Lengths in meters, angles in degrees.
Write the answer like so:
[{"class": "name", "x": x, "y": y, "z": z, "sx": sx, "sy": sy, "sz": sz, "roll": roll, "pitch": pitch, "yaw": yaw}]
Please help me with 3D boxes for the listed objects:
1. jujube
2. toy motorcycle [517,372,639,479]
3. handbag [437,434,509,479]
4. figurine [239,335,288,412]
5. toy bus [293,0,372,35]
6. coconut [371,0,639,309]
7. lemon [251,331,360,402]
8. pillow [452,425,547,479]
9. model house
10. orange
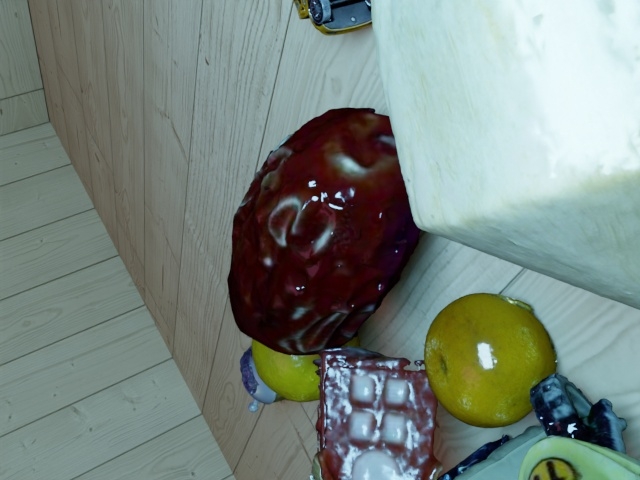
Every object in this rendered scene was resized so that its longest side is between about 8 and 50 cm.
[{"class": "jujube", "x": 0.000, "y": 0.000, "z": 0.915, "sx": 0.258, "sy": 0.259, "sz": 0.376, "roll": 55, "pitch": 154, "yaw": 24}, {"class": "toy motorcycle", "x": 0.307, "y": 0.297, "z": 0.601, "sx": 0.168, "sy": 0.237, "sz": 0.410, "roll": -46, "pitch": 68, "yaw": 25}, {"class": "handbag", "x": 0.190, "y": 0.369, "z": 0.956, "sx": 0.113, "sy": 0.162, "sz": 0.260, "roll": 55, "pitch": 151, "yaw": 28}, {"class": "figurine", "x": -0.106, "y": 0.214, "z": 1.457, "sx": 0.193, "sy": 0.133, "sz": 0.274, "roll": -121, "pitch": 24, "yaw": -51}, {"class": "toy bus", "x": -0.004, "y": -0.329, "z": 0.836, "sx": 0.194, "sy": 0.083, "sz": 0.088, "roll": 69, "pitch": 159, "yaw": 1}, {"class": "coconut", "x": 0.182, "y": -0.095, "z": 0.419, "sx": 0.329, "sy": 0.329, "sz": 0.328, "roll": 45, "pitch": 147, "yaw": 39}, {"class": "lemon", "x": -0.026, "y": 0.177, "z": 1.198, "sx": 0.186, "sy": 0.187, "sz": 0.244, "roll": 66, "pitch": 157, "yaw": 1}, {"class": "pillow", "x": 0.239, "y": 0.390, "z": 0.761, "sx": 0.322, "sy": 0.256, "sz": 0.120, "roll": 61, "pitch": 160, "yaw": 11}, {"class": "model house", "x": 0.065, "y": 0.282, "z": 0.917, "sx": 0.196, "sy": 0.160, "sz": 0.253, "roll": 100, "pitch": 172, "yaw": -69}, {"class": "orange", "x": 0.191, "y": 0.135, "z": 0.804, "sx": 0.155, "sy": 0.134, "sz": 0.154, "roll": -178, "pitch": 90, "yaw": -69}]
